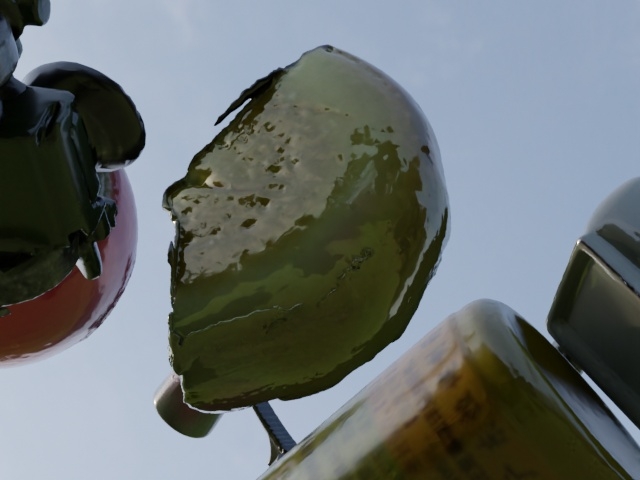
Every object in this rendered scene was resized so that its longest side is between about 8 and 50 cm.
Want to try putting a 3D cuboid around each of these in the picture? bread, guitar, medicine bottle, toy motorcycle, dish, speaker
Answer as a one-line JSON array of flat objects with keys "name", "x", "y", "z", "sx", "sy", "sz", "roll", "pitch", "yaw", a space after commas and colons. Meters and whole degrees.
[{"name": "bread", "x": -0.001, "y": 0.011, "z": 0.980, "sx": 0.156, "sy": 0.260, "sz": 0.158, "roll": 27, "pitch": -27, "yaw": 32}, {"name": "guitar", "x": -0.040, "y": 0.183, "z": 1.447, "sx": 0.038, "sy": 0.271, "sz": 0.084, "roll": -44, "pitch": -26, "yaw": 24}, {"name": "medicine bottle", "x": 0.048, "y": 0.239, "z": 1.153, "sx": 0.384, "sy": 0.224, "sz": 0.224, "roll": -42, "pitch": -61, "yaw": 11}, {"name": "toy motorcycle", "x": -0.236, "y": -0.064, "z": 0.849, "sx": 0.275, "sy": 0.127, "sz": 0.205, "roll": 3, "pitch": -47, "yaw": 16}, {"name": "dish", "x": 0.243, "y": 0.069, "z": 1.151, "sx": 0.077, "sy": 0.212, "sz": 0.151, "roll": -8, "pitch": -50, "yaw": -33}, {"name": "speaker", "x": -0.337, "y": -0.016, "z": 1.591, "sx": 0.294, "sy": 0.294, "sz": 0.294, "roll": 3, "pitch": -47, "yaw": 3}]

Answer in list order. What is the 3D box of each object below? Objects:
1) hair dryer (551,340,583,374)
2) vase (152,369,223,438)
[{"name": "hair dryer", "x": 0.227, "y": 0.210, "z": 1.392, "sx": 0.219, "sy": 0.075, "sz": 0.195, "roll": 36, "pitch": -92, "yaw": -17}, {"name": "vase", "x": -0.111, "y": 0.135, "z": 1.909, "sx": 0.086, "sy": 0.086, "sz": 0.214, "roll": 29, "pitch": -68, "yaw": -20}]
